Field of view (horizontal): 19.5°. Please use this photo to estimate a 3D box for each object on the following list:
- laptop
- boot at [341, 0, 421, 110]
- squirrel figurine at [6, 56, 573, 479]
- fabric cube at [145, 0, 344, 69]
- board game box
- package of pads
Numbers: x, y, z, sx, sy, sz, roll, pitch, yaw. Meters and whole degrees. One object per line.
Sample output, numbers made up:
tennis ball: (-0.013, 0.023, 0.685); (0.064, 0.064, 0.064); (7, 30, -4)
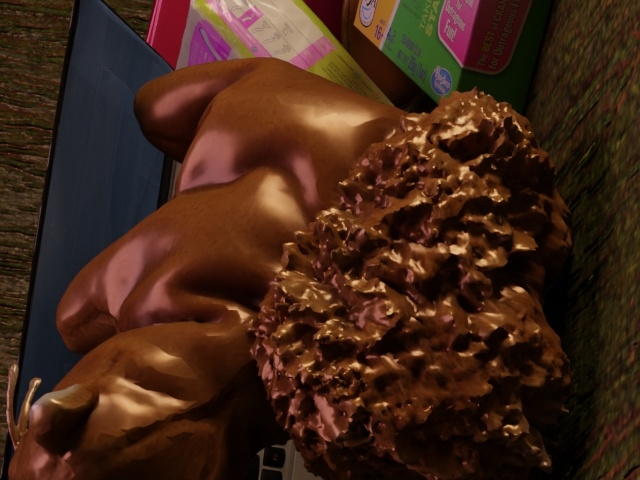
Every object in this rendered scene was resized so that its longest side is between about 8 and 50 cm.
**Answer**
laptop: (-0.058, 0.041, 1.521); (0.236, 0.408, 0.382); (163, 117, -68)
boot: (0.106, -0.264, 1.839); (0.220, 0.109, 0.283); (-156, 84, -79)
squirrel figurine: (-0.029, 0.065, 1.233); (0.370, 0.397, 0.281); (-47, -62, -43)
fabric cube: (-0.086, -0.297, 2.357); (0.259, 0.254, 0.258); (-149, 73, -83)
board game box: (0.127, -0.284, 1.508); (0.242, 0.064, 0.316); (-128, 47, -60)
package of pads: (-0.023, -0.132, 1.937); (0.101, 0.296, 0.229); (-39, -7, -19)
